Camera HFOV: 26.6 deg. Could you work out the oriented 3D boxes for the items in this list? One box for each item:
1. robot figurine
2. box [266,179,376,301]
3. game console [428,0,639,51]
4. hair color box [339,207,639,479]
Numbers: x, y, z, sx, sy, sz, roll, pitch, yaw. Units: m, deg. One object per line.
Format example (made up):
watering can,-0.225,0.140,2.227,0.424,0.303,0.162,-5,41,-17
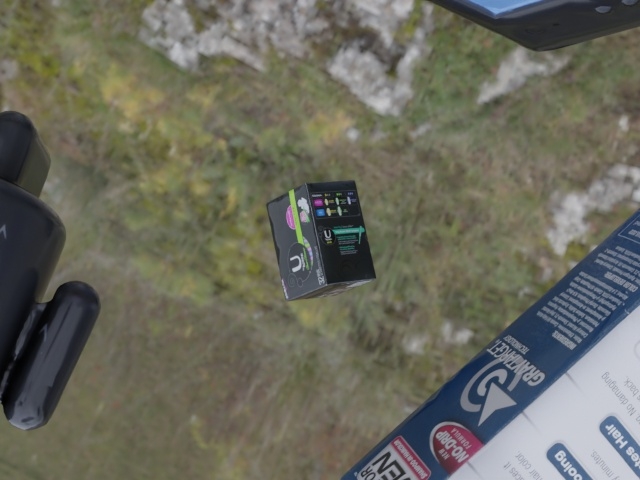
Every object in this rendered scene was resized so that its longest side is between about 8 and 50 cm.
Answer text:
robot figurine,-0.285,0.035,0.951,0.209,0.278,0.173,9,162,40
box,0.000,0.000,1.082,0.052,0.083,0.062,-6,168,-36
game console,0.200,-0.247,1.060,0.342,0.060,0.386,-17,159,40
hair color box,0.200,0.111,0.869,0.174,0.347,0.105,49,177,-18
